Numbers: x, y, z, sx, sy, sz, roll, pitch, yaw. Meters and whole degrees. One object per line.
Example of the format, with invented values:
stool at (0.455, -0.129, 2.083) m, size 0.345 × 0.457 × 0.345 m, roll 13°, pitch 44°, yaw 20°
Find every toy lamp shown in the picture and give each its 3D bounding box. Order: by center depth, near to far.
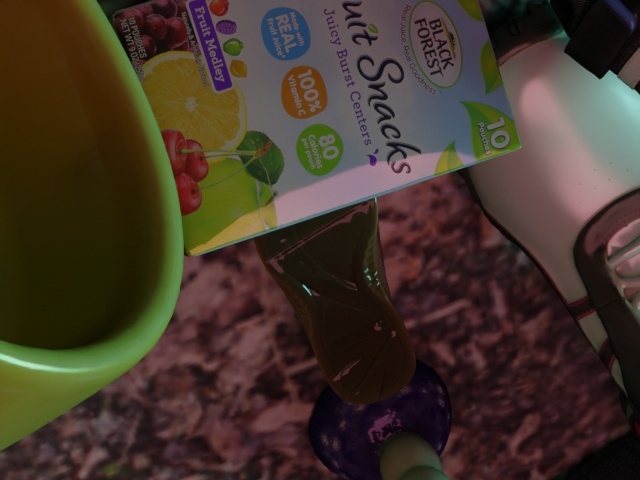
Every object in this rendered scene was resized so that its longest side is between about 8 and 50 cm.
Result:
toy lamp at (0.068, 0.152, 0.814) m, size 0.080 × 0.274 × 0.080 m, roll -11°, pitch 125°, yaw -16°

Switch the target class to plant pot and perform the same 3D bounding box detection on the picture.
plant pot at (-0.213, -0.009, 0.632) m, size 0.239 × 0.254 × 0.254 m, roll -34°, pitch 129°, yaw 21°

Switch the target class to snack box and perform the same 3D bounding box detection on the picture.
snack box at (-0.003, -0.062, 0.768) m, size 0.141 × 0.037 × 0.100 m, roll -18°, pitch 96°, yaw -10°

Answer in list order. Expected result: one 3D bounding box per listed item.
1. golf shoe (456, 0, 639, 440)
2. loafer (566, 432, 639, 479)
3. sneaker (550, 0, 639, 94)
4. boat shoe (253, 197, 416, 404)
golf shoe at (0.152, 0.013, 0.851) m, size 0.105 × 0.120 × 0.273 m, roll -34°, pitch 121°, yaw 4°
loafer at (0.235, 0.128, 0.976) m, size 0.302 × 0.109 × 0.095 m, roll -31°, pitch 132°, yaw -3°
sneaker at (0.170, -0.155, 0.779) m, size 0.121 × 0.079 × 0.217 m, roll 31°, pitch 80°, yaw 4°
boat shoe at (0.002, 0.000, 0.840) m, size 0.056 × 0.048 × 0.153 m, roll -23°, pitch 121°, yaw 0°
